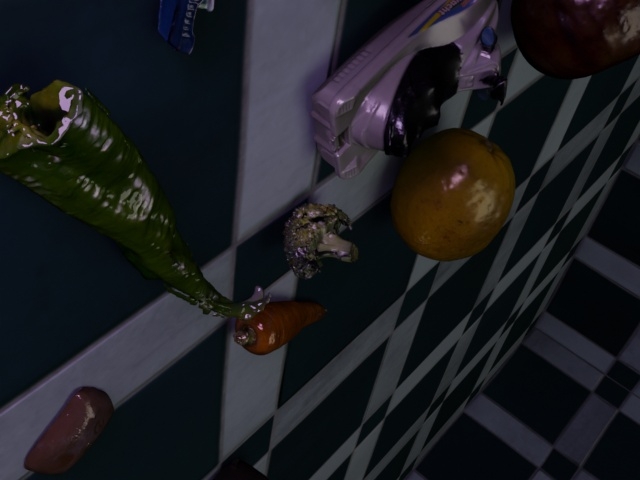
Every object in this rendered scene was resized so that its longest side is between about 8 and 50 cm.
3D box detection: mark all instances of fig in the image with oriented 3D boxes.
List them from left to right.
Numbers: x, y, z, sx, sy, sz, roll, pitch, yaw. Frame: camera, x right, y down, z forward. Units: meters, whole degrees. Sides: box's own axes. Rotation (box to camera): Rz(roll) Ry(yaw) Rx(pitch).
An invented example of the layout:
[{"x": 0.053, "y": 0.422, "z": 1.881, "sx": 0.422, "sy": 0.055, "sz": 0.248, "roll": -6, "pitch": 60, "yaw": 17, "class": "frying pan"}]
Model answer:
[{"x": 0.368, "y": -0.325, "z": 1.035, "sx": 0.235, "sy": 0.214, "sz": 0.235, "roll": -48, "pitch": -176, "yaw": 4, "class": "fig"}]

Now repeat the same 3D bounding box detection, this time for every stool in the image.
[{"x": -0.136, "y": 0.449, "z": 1.223, "sx": 0.125, "sy": 0.121, "sz": 0.217, "roll": -19, "pitch": 134, "yaw": -58, "class": "stool"}]

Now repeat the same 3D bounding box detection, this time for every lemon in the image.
[{"x": 0.184, "y": -0.059, "z": 1.071, "sx": 0.170, "sy": 0.170, "sz": 0.207, "roll": -32, "pitch": 152, "yaw": -43, "class": "lemon"}]

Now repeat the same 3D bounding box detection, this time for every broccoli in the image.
[{"x": 0.000, "y": 0.000, "z": 0.880, "sx": 0.097, "sy": 0.092, "sz": 0.095, "roll": 22, "pitch": 85, "yaw": -78, "class": "broccoli"}]

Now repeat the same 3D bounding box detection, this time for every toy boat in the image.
[{"x": -0.090, "y": -0.170, "z": 0.533, "sx": 0.038, "sy": 0.038, "sz": 0.083, "roll": -26, "pitch": 144, "yaw": -49, "class": "toy boat"}, {"x": 0.113, "y": -0.175, "z": 0.817, "sx": 0.269, "sy": 0.141, "sz": 0.141, "roll": -33, "pitch": 152, "yaw": -14, "class": "toy boat"}]

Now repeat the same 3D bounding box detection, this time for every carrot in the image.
[{"x": -0.037, "y": 0.104, "z": 1.007, "sx": 0.061, "sy": 0.061, "sz": 0.256, "roll": -61, "pitch": 160, "yaw": 16, "class": "carrot"}]

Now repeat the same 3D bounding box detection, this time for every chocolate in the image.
[{"x": -0.244, "y": 0.194, "z": 0.753, "sx": 0.101, "sy": 0.031, "sz": 0.064, "roll": -51, "pitch": 153, "yaw": -5, "class": "chocolate"}]

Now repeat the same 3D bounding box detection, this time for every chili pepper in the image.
[{"x": -0.137, "y": -0.013, "z": 0.614, "sx": 0.084, "sy": 0.076, "sz": 0.359, "roll": -27, "pitch": 153, "yaw": 4, "class": "chili pepper"}]
